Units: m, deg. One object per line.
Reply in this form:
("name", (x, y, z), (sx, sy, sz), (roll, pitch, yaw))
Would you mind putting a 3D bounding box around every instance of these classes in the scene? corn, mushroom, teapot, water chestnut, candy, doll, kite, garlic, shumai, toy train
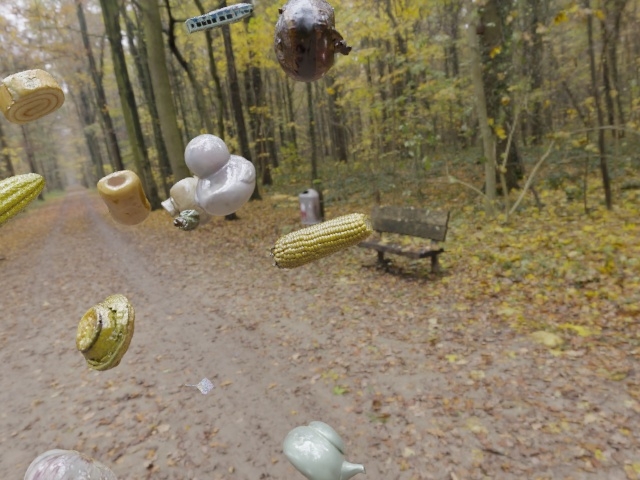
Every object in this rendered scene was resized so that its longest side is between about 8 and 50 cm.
("corn", (0.000, 0.000, 1.303), (0.305, 0.106, 0.106), (-21, 7, 17))
("mushroom", (-0.547, -0.143, 1.927), (0.195, 0.189, 0.254), (-35, -7, -11))
("teapot", (-0.014, 0.632, 1.383), (0.149, 0.220, 0.318), (-48, 6, -18))
("water chestnut", (-0.024, -0.716, 1.623), (0.300, 0.300, 0.300), (-8, 11, 1))
("candy", (-0.818, -0.116, 1.199), (0.106, 0.094, 0.199), (2, 41, 29))
("doll", (-0.313, -0.205, 1.366), (0.221, 0.221, 0.251), (-8, 50, -1))
("kite", (-0.339, 0.404, 1.281), (0.078, 0.002, 0.044), (24, 59, 5))
("garlic", (-0.700, 0.711, 1.238), (0.245, 0.253, 0.245), (17, -24, 8))
("shumai", (-0.448, -0.059, 1.534), (0.083, 0.082, 0.080), (-35, 28, 5))
("toy train", (-0.285, -0.642, 1.312), (0.207, 0.047, 0.043), (-26, 21, -20))

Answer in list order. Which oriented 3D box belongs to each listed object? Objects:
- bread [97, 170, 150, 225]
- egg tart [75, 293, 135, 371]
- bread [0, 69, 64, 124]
("bread", (-0.678, -0.135, 1.592), (0.142, 0.091, 0.305), (-27, -12, -19))
("egg tart", (-0.803, 0.332, 1.670), (0.294, 0.294, 0.123), (1, -19, 38))
("bread", (-0.729, -0.364, 1.138), (0.149, 0.073, 0.122), (-31, -6, -16))
